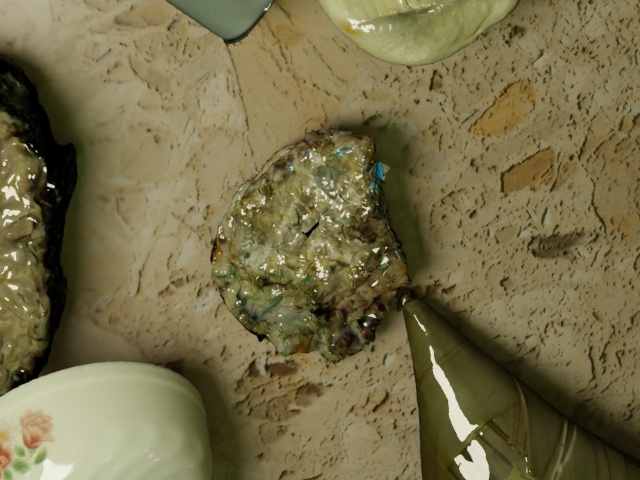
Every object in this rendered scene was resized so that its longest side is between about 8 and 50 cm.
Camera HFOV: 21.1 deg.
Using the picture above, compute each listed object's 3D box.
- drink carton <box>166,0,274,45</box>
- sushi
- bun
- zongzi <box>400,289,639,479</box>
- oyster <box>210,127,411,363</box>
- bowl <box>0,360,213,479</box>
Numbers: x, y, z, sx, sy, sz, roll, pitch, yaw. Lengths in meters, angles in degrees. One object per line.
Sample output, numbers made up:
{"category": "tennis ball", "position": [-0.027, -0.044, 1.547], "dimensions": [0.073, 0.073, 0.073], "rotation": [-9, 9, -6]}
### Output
{"category": "drink carton", "position": [-0.122, -0.298, 1.573], "dimensions": [0.189, 0.191, 0.185], "rotation": [28, 100, -24]}
{"category": "sushi", "position": [-0.340, -0.005, 1.637], "dimensions": [0.211, 0.171, 0.350], "rotation": [1, 107, -5]}
{"category": "bun", "position": [0.096, -0.277, 1.623], "dimensions": [0.229, 0.145, 0.229], "rotation": [-1, 87, 21]}
{"category": "zongzi", "position": [0.121, 0.332, 1.815], "dimensions": [0.418, 0.181, 0.447], "rotation": [40, 103, -1]}
{"category": "oyster", "position": [-0.001, 0.005, 1.725], "dimensions": [0.198, 0.092, 0.259], "rotation": [24, 106, -9]}
{"category": "bowl", "position": [-0.223, 0.256, 1.684], "dimensions": [0.277, 0.145, 0.277], "rotation": [-15, 140, -13]}
